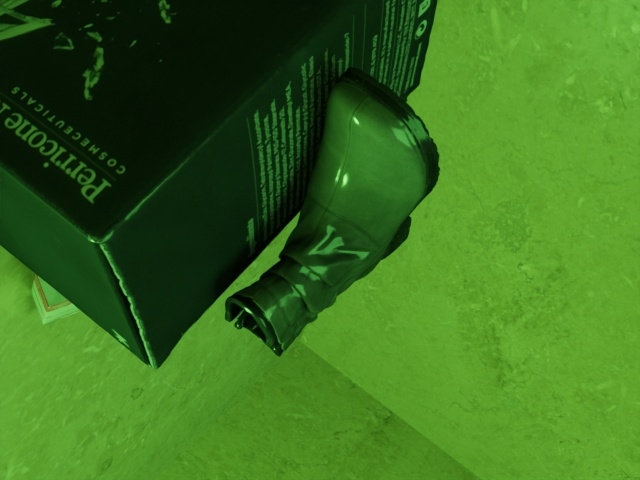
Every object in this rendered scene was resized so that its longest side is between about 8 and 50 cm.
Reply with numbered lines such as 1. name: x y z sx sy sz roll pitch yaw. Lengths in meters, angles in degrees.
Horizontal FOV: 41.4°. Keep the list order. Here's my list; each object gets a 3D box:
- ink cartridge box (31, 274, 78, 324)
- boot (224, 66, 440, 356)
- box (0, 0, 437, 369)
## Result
1. ink cartridge box: -0.441 0.088 1.488 0.115 0.067 0.198 -21 174 -25
2. boot: 0.000 0.000 0.846 0.222 0.118 0.338 -44 158 -18
3. box: -0.203 -0.219 0.887 0.472 0.479 0.297 -49 163 -22
